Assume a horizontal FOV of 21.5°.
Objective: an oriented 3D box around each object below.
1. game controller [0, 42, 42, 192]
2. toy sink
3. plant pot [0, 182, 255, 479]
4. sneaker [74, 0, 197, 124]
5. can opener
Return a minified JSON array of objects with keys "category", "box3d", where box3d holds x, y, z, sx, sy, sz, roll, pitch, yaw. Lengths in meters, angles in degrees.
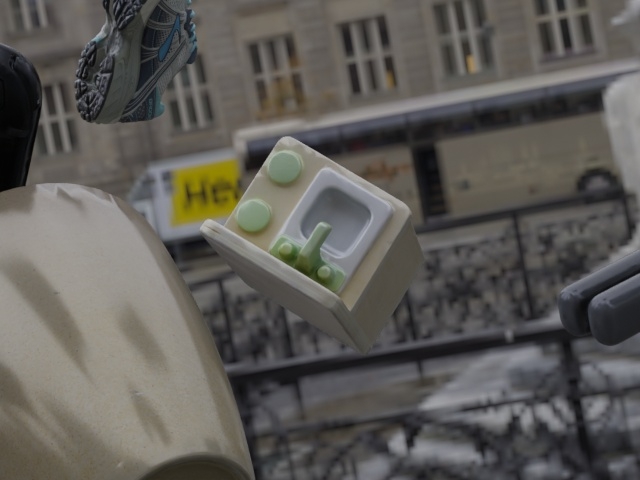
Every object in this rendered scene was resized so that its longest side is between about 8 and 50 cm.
[{"category":"game controller","box3d":[-0.326,-0.028,1.350,0.166,0.319,0.067,19,31,1]},{"category":"toy sink","box3d":[0.000,0.000,1.629,0.153,0.131,0.234,30,-7,16]},{"category":"plant pot","box3d":[-0.164,0.132,1.240,0.256,0.256,0.274,-12,34,-29]},{"category":"sneaker","box3d":[-0.202,-0.269,2.050,0.122,0.283,0.110,4,32,-40]},{"category":"can opener","box3d":[0.333,0.038,1.469,0.283,0.095,0.076,-24,23,-28]}]
